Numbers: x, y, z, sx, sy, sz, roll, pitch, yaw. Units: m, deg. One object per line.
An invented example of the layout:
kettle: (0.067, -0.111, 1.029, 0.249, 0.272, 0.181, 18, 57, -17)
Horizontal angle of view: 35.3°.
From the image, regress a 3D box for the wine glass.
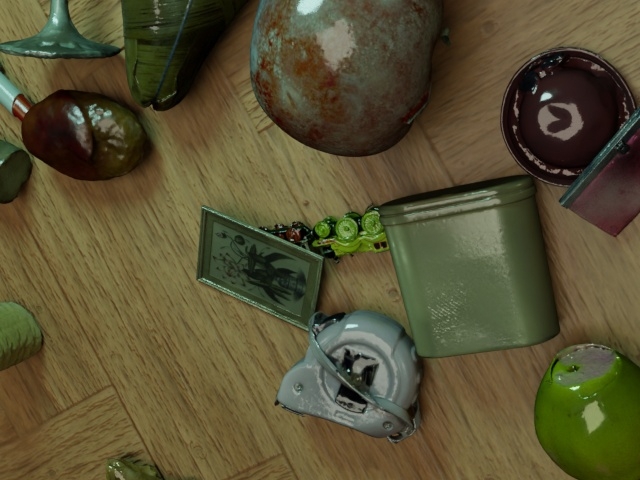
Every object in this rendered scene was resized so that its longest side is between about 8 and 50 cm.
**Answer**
wine glass: (-0.422, -0.505, 1.622, 0.267, 0.267, 0.406, 8, 107, 19)

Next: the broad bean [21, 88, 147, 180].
broad bean: (-0.407, -0.180, 1.729, 0.228, 0.122, 0.156, 16, 102, 21)

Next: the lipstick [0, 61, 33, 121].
lipstick: (-0.599, -0.300, 1.811, 0.274, 0.061, 0.068, 44, 109, 9)

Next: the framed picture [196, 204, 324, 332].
framed picture: (-0.105, 0.049, 1.677, 0.231, 0.010, 0.173, 22, 131, 16)

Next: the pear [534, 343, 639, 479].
pear: (0.409, 0.270, 1.475, 0.187, 0.187, 0.220, -7, 117, 22)

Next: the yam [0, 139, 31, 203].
yam: (-0.633, -0.148, 1.828, 0.194, 0.107, 0.107, 22, 106, 16)

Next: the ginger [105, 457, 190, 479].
ginger: (-0.308, 0.471, 1.824, 0.205, 0.081, 0.115, 17, 103, 15)

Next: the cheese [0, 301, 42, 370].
cheese: (-0.599, 0.182, 1.838, 0.123, 0.167, 0.094, 44, 109, 6)

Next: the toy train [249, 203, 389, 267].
toy train: (0.000, 0.000, 1.643, 0.249, 0.053, 0.085, -10, 101, 22)

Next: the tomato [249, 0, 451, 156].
tomato: (0.044, -0.277, 1.438, 0.282, 0.317, 0.317, 13, 105, -4)

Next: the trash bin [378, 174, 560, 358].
trash bin: (0.230, 0.040, 1.531, 0.243, 0.121, 0.248, -12, 98, 22)

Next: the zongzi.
zongzi: (-0.168, -0.357, 1.621, 0.299, 0.138, 0.286, -3, 112, -6)

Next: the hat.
hat: (0.356, -0.177, 1.458, 0.205, 0.089, 0.206, 3, 100, 21)

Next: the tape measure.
tape measure: (0.063, 0.211, 1.622, 0.236, 0.120, 0.197, 18, 103, 13)

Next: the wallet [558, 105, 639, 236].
wallet: (0.458, -0.115, 1.435, 0.119, 0.025, 0.232, 27, 113, -26)
